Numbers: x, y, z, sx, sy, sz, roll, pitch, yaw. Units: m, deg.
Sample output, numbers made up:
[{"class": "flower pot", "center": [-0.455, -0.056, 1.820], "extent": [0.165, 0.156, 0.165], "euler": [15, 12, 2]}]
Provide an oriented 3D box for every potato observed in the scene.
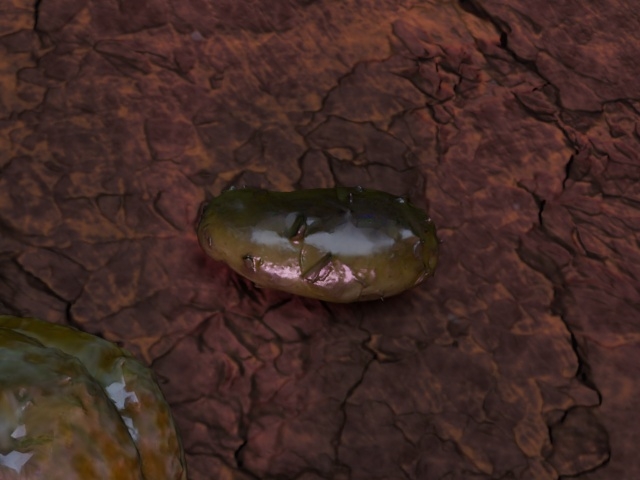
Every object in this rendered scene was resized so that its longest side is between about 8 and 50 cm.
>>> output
[{"class": "potato", "center": [0.000, 0.000, 1.246], "extent": [0.225, 0.090, 0.117], "euler": [4, 44, -10]}]

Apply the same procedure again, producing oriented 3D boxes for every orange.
[{"class": "orange", "center": [-0.259, 0.188, 0.993], "extent": [0.369, 0.210, 0.271], "euler": [-34, 76, -27]}]
